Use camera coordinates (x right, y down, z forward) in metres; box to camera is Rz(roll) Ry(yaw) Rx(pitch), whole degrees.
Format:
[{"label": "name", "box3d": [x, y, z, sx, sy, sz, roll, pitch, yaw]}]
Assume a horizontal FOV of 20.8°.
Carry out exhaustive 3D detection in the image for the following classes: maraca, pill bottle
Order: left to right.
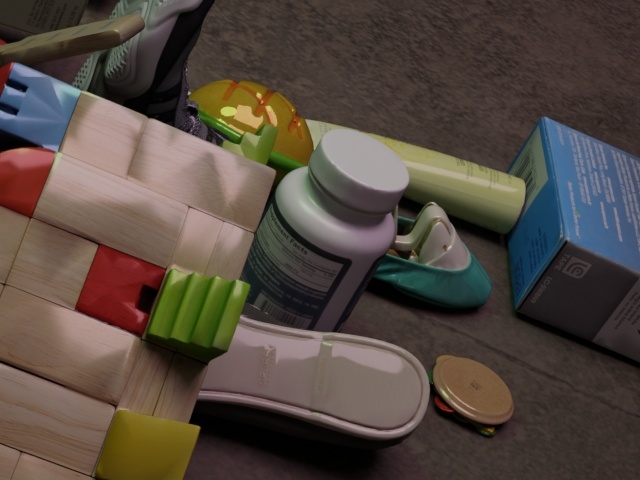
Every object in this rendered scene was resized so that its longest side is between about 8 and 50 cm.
[{"label": "maraca", "box3d": [-0.084, -0.102, 1.598, 0.186, 0.099, 0.127, 24, 6, -32]}, {"label": "pill bottle", "box3d": [0.000, 0.000, 1.467, 0.108, 0.180, 0.108, 21, 32, -14]}]

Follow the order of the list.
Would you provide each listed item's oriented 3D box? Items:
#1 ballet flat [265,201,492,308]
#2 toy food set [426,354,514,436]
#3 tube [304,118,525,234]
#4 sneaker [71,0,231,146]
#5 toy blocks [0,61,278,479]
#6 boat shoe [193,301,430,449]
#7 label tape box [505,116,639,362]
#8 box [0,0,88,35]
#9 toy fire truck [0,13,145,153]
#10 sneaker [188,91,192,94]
[{"label": "ballet flat", "box3d": [0.068, -0.001, 1.613, 0.247, 0.087, 0.083, 15, 36, -22]}, {"label": "toy food set", "box3d": [0.131, 0.134, 1.536, 0.083, 0.020, 0.082, 32, 32, 4]}, {"label": "tube", "box3d": [0.088, -0.071, 1.759, 0.240, 0.070, 0.062, 18, 68, -11]}, {"label": "sneaker", "box3d": [-0.121, -0.113, 1.455, 0.153, 0.268, 0.101, 22, 36, -22]}, {"label": "toy blocks", "box3d": [-0.204, 0.042, 1.166, 0.261, 0.191, 0.381, 23, 73, -12]}, {"label": "boat shoe", "box3d": [-0.080, 0.094, 1.377, 0.335, 0.095, 0.112, 19, 68, -10]}, {"label": "label tape box", "box3d": [0.359, 0.029, 1.787, 0.334, 0.106, 0.240, 22, 32, -12]}, {"label": "box", "box3d": [-0.338, -0.277, 1.560, 0.275, 0.094, 0.113, 15, 36, -21]}, {"label": "toy fire truck", "box3d": [-0.254, -0.074, 1.304, 0.159, 0.246, 0.217, 23, 32, -10]}, {"label": "sneaker", "box3d": [-0.104, -0.106, 1.680, 0.109, 0.040, 0.043, 19, 59, -22]}]
